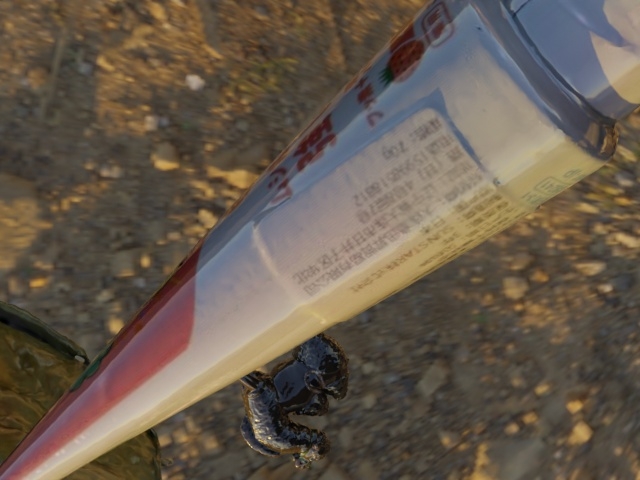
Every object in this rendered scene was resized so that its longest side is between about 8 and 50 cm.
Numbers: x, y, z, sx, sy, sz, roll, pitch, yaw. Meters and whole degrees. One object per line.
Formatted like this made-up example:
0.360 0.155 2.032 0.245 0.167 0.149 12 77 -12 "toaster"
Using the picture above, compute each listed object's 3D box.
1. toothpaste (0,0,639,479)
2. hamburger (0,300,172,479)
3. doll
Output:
0.000 0.000 0.430 0.234 0.089 0.057 -39 91 23 "toothpaste"
-0.204 0.088 0.696 0.308 0.211 0.132 14 108 -13 "hamburger"
-0.028 0.148 1.726 0.139 0.057 0.165 -35 107 -11 "doll"
